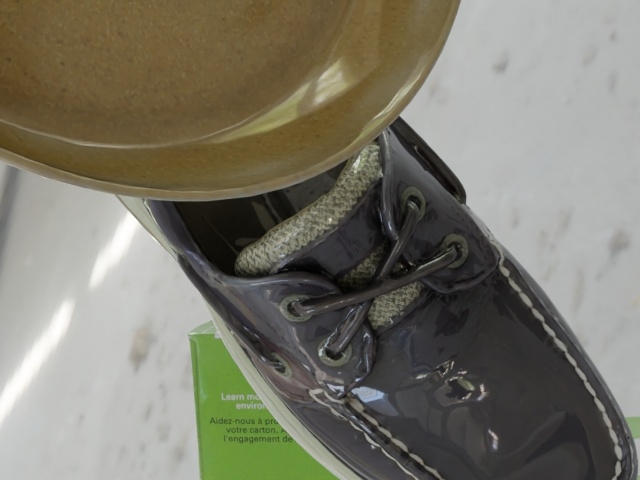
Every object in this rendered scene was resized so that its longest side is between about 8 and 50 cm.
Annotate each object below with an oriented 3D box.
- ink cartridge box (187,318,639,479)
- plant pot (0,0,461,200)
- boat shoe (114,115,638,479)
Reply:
[{"bbox_3d":[0.079,0.077,0.837,0.189,0.255,0.097,-28,-66,-76],"label":"ink cartridge box"},{"bbox_3d":[-0.058,-0.120,0.379,0.032,0.236,0.236,-21,52,48],"label":"plant pot"},{"bbox_3d":[0.000,0.000,0.535,0.103,0.285,0.092,-40,-7,-6],"label":"boat shoe"}]
